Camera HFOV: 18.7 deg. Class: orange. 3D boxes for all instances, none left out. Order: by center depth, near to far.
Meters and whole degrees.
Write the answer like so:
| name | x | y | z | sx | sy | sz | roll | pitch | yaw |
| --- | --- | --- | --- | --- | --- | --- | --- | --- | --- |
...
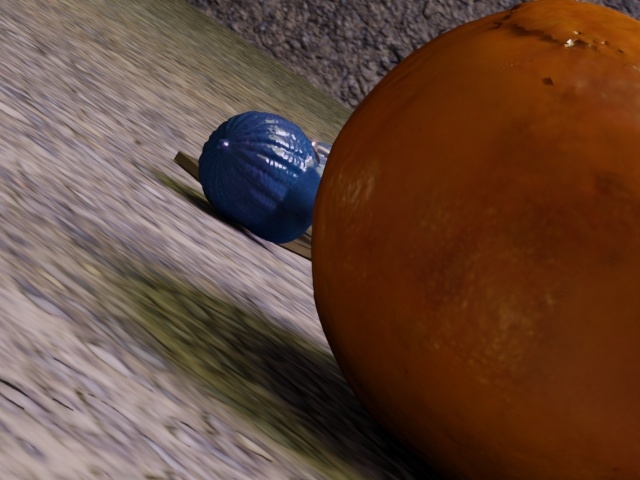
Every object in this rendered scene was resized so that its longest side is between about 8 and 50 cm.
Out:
| name | x | y | z | sx | sy | sz | roll | pitch | yaw |
| --- | --- | --- | --- | --- | --- | --- | --- | --- | --- |
| orange | 0.130 | 0.020 | 0.883 | 0.284 | 0.226 | 0.284 | 27 | 5 | -2 |

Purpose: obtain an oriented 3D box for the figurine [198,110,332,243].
| name | x | y | z | sx | sy | sz | roll | pitch | yaw |
| --- | --- | --- | --- | --- | --- | --- | --- | --- | --- |
| figurine | -0.018 | -0.043 | 1.277 | 0.086 | 0.087 | 0.149 | -12 | -1 | 26 |

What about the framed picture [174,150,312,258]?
| name | x | y | z | sx | sy | sz | roll | pitch | yaw |
| --- | --- | --- | --- | --- | --- | --- | --- | --- | --- |
| framed picture | 0.000 | 0.000 | 1.391 | 0.201 | 0.010 | 0.136 | 25 | 9 | -44 |
